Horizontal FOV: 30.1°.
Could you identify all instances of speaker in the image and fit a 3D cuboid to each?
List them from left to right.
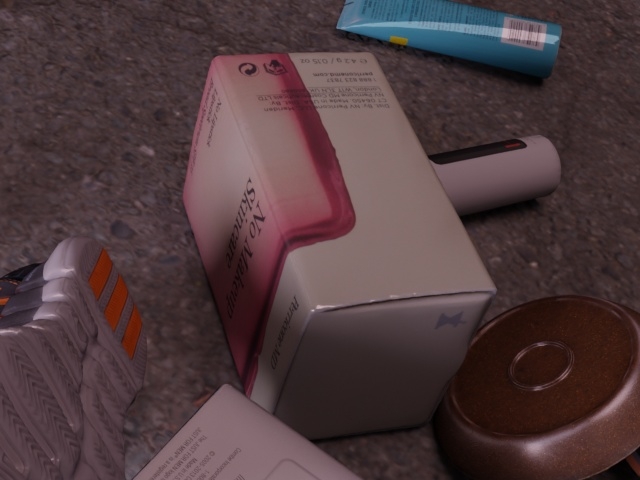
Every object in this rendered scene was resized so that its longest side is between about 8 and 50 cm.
[{"bbox_3d":[0.130,-0.050,0.975,0.136,0.055,0.055,-13,53,-29],"label":"speaker"}]

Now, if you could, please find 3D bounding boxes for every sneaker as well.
[{"bbox_3d":[-0.197,0.110,0.600,0.180,0.124,0.321,-22,13,7],"label":"sneaker"}]

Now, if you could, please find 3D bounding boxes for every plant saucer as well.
[{"bbox_3d":[0.150,0.091,0.790,0.168,0.029,0.168,-20,34,14],"label":"plant saucer"}]

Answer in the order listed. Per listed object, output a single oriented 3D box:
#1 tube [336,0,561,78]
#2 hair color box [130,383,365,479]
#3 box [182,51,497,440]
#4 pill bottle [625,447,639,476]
[{"bbox_3d":[0.122,-0.202,1.129,0.207,0.052,0.080,13,39,0],"label":"tube"},{"bbox_3d":[0.030,0.247,0.610,0.347,0.105,0.174,33,48,13],"label":"hair color box"},{"bbox_3d":[0.000,0.000,0.811,0.127,0.148,0.232,-4,48,-22],"label":"box"},{"bbox_3d":[0.317,0.095,0.845,0.246,0.130,0.130,-21,57,-34],"label":"pill bottle"}]
